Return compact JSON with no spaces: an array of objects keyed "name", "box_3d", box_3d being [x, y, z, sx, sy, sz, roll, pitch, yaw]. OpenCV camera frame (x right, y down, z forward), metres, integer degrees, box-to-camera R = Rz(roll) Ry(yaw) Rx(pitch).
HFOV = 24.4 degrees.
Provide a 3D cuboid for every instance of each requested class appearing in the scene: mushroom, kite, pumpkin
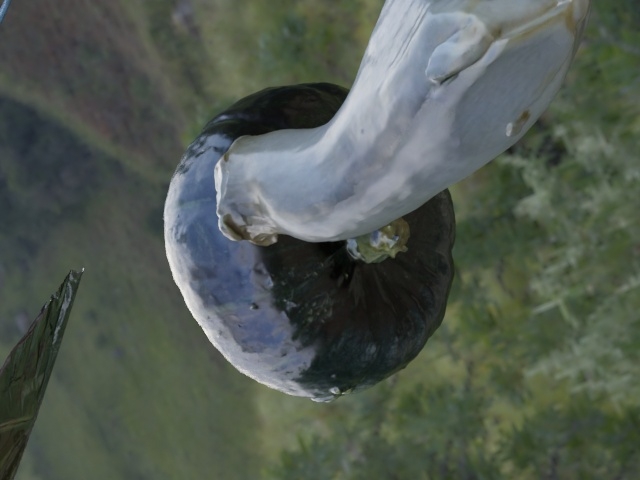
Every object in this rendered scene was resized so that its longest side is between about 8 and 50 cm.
[{"name":"mushroom","box_3d":[0.034,-0.061,0.751,0.096,0.099,0.278,47,139,-4]},{"name":"kite","box_3d":[-0.168,0.094,0.694,0.250,0.012,0.229,97,-162,-52]},{"name":"pumpkin","box_3d":[-0.001,-0.002,0.968,0.152,0.211,0.211,-30,81,48]}]

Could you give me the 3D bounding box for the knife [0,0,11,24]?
[{"name":"knife","box_3d":[-0.323,-0.078,1.235,0.019,0.313,0.044,27,-172,-19]}]
